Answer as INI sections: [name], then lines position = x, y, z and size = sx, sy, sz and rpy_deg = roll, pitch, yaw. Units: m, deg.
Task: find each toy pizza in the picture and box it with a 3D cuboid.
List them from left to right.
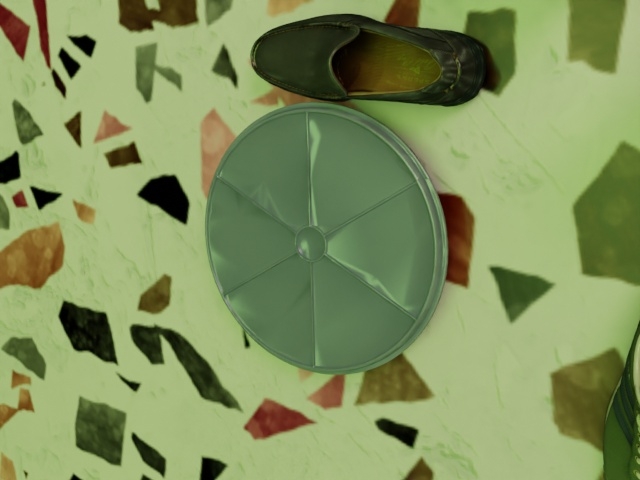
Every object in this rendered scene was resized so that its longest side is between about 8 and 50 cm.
[toy pizza]
position = 0.000, 0.000, 0.509
size = 0.201, 0.032, 0.201
rpy_deg = 6, 103, 28

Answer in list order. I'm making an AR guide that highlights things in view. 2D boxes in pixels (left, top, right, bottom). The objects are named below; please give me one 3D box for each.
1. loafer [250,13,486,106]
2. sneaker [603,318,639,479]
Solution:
[loafer]
position = 0.020, -0.122, 0.457
size = 0.170, 0.061, 0.062
rpy_deg = 8, 104, 28
[sneaker]
position = 0.197, 0.098, 0.389
size = 0.064, 0.086, 0.192
rpy_deg = 13, 105, 26
